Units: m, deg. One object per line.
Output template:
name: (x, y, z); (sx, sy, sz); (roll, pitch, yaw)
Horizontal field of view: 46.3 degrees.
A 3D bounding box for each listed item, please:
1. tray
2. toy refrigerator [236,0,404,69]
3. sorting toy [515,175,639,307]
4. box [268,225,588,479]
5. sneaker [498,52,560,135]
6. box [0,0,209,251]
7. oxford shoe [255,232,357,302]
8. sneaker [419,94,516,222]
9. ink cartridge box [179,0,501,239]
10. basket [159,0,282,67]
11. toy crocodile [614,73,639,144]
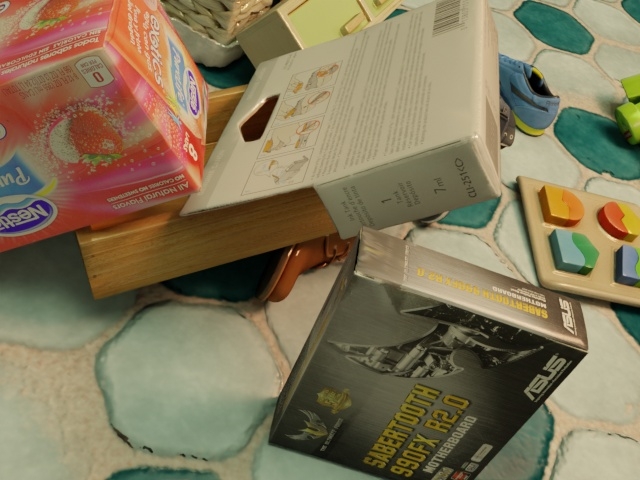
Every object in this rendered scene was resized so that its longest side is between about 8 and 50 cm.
tray: (-0.051, -0.082, 0.769); (0.410, 0.076, 0.203); (-15, 42, -19)
toy refrigerator: (0.012, -0.310, 1.028); (0.102, 0.094, 0.269); (56, 46, -18)
sorting toy: (0.363, -0.003, 0.985); (0.192, 0.038, 0.208); (12, 45, -13)
box: (0.076, 0.112, 0.614); (0.183, 0.231, 0.056); (19, 41, -7)
sneaker: (0.306, -0.259, 1.174); (0.069, 0.082, 0.209); (-8, 51, -27)
box: (-0.259, -0.094, 0.619); (0.299, 0.154, 0.142); (-15, 48, 12)
oxford shoe: (0.000, 0.000, 0.805); (0.076, 0.076, 0.212); (39, 46, -4)
sneaker: (0.189, -0.114, 0.980); (0.163, 0.086, 0.226); (26, 71, -49)
ink cartridge box: (0.034, -0.117, 0.705); (0.261, 0.066, 0.296); (-14, 35, 23)
basket: (-0.154, -0.471, 1.044); (0.331, 0.266, 0.328); (34, 44, 7)
toy crocodile: (0.564, -0.145, 1.169); (0.115, 0.105, 0.341); (-27, 54, 9)
